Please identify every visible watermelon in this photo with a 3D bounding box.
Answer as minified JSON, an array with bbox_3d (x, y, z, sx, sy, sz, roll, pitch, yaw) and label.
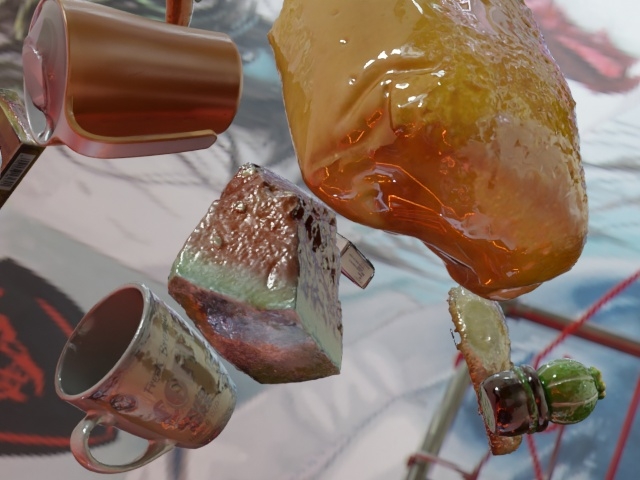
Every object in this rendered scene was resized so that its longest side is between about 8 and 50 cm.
[{"bbox_3d":[-0.049,0.011,1.461,0.193,0.140,0.256,50,-139,-37],"label":"watermelon"}]

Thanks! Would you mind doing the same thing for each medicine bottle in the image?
[{"bbox_3d":[0.000,0.000,2.447,0.052,0.201,0.171,-53,-27,-6],"label":"medicine bottle"}]

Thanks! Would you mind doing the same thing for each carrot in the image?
[{"bbox_3d":[-0.216,-0.428,2.009,0.069,0.069,0.336,-37,-43,-63],"label":"carrot"}]

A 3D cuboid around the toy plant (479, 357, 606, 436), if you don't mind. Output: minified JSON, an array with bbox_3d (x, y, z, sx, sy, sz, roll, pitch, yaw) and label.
[{"bbox_3d":[0.299,0.206,1.695,0.093,0.162,0.092,168,90,-85],"label":"toy plant"}]

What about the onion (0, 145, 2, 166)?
[{"bbox_3d":[-0.713,-0.141,2.056,0.348,0.385,0.347,-34,-31,-24],"label":"onion"}]

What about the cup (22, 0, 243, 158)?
[{"bbox_3d":[-0.231,-0.185,1.556,0.264,0.226,0.182,1,-42,-29],"label":"cup"}]

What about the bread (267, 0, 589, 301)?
[{"bbox_3d":[0.148,-0.127,1.364,0.250,0.361,0.394,-44,33,23],"label":"bread"}]

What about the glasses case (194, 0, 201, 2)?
[{"bbox_3d":[-0.274,-0.510,2.296,0.039,0.184,0.078,-43,-6,7],"label":"glasses case"}]

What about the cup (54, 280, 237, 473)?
[{"bbox_3d":[-0.281,0.258,2.075,0.257,0.227,0.301,39,-124,-26],"label":"cup"}]

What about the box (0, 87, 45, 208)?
[{"bbox_3d":[-0.630,-0.153,2.402,0.240,0.159,0.071,-47,-28,26],"label":"box"}]

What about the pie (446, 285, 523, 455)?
[{"bbox_3d":[0.284,0.214,2.142,0.315,0.092,0.315,-13,-90,-84],"label":"pie"}]
